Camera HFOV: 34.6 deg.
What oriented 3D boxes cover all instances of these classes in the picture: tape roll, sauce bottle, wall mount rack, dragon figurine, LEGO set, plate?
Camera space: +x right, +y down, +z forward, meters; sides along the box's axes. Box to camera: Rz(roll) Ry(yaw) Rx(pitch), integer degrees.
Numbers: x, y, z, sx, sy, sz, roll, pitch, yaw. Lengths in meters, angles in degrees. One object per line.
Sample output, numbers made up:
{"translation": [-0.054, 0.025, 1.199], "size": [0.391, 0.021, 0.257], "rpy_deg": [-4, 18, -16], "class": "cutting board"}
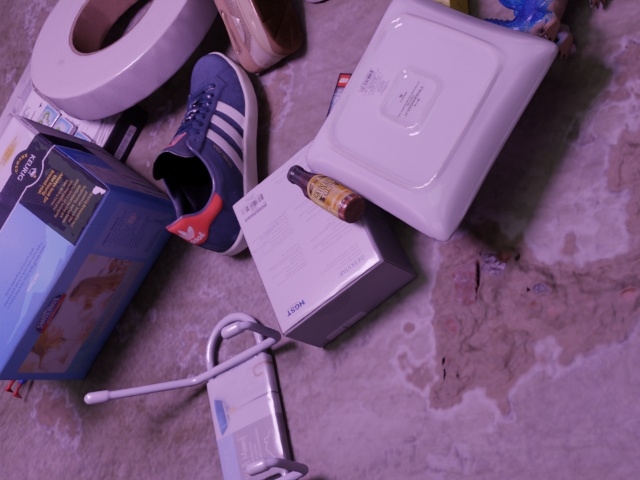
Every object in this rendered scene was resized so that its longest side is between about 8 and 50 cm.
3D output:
{"translation": [-0.338, -0.380, 1.776], "size": [0.392, 0.072, 0.391], "rpy_deg": [-21, 49, 26], "class": "tape roll"}
{"translation": [0.004, -0.064, 1.357], "size": [0.128, 0.042, 0.042], "rpy_deg": [31, 94, 39], "class": "sauce bottle"}
{"translation": [-0.172, 0.269, 1.436], "size": [0.304, 0.130, 0.350], "rpy_deg": [-30, 57, 27], "class": "wall mount rack"}
{"translation": [0.281, -0.324, 1.319], "size": [0.144, 0.085, 0.289], "rpy_deg": [36, 99, 40], "class": "dragon figurine"}
{"translation": [-0.523, -0.118, 1.810], "size": [0.182, 0.060, 0.244], "rpy_deg": [37, 93, 40], "class": "LEGO set"}
{"translation": [0.122, -0.173, 1.307], "size": [0.278, 0.045, 0.277], "rpy_deg": [32, 94, 41], "class": "plate"}

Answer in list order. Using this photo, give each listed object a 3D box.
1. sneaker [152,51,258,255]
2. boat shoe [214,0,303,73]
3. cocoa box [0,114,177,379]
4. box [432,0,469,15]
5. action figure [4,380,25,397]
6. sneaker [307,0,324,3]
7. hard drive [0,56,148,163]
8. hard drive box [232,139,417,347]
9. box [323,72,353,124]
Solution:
{"translation": [-0.185, -0.151, 1.571], "size": [0.131, 0.148, 0.349], "rpy_deg": [-35, 54, 40], "class": "sneaker"}
{"translation": [-0.145, -0.431, 1.619], "size": [0.110, 0.122, 0.341], "rpy_deg": [-26, 82, 42], "class": "boat shoe"}
{"translation": [-0.429, 0.022, 1.631], "size": [0.228, 0.231, 0.347], "rpy_deg": [35, 98, 23], "class": "cocoa box"}
{"translation": [0.157, -0.349, 1.445], "size": [0.087, 0.058, 0.232], "rpy_deg": [-19, 64, 33], "class": "box"}
{"translation": [-0.506, 0.216, 1.785], "size": [0.038, 0.030, 0.115], "rpy_deg": [23, 84, 35], "class": "action figure"}
{"translation": [-0.010, -0.524, 1.594], "size": [0.107, 0.124, 0.283], "rpy_deg": [-5, 71, 37], "class": "sneaker"}
{"translation": [-0.478, -0.196, 1.888], "size": [0.339, 0.064, 0.236], "rpy_deg": [33, 95, 41], "class": "hard drive"}
{"translation": [0.000, 0.000, 1.422], "size": [0.181, 0.089, 0.232], "rpy_deg": [-38, 54, 21], "class": "hard drive box"}
{"translation": [0.073, -0.191, 1.474], "size": [0.137, 0.027, 0.093], "rpy_deg": [11, 80, 40], "class": "box"}
